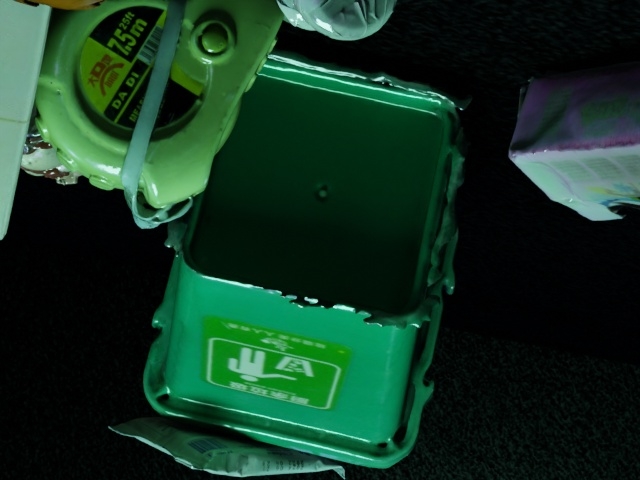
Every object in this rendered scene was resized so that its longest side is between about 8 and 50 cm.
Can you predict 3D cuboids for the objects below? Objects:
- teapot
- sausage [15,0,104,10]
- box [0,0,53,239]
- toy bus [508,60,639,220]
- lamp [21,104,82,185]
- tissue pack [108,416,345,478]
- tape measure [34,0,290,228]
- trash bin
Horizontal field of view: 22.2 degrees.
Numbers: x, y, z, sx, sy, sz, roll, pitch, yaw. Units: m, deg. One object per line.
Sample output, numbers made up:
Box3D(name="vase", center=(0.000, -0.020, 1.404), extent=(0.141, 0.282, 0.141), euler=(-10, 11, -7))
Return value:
Box3D(name="teapot", center=(0.002, -0.156, 0.958), extent=(0.083, 0.064, 0.064), euler=(51, 165, -19))
Box3D(name="sausage", center=(-0.224, -0.196, 0.722), extent=(0.330, 0.102, 0.102), euler=(25, 168, -19))
Box3D(name="box", center=(-0.257, -0.134, 0.929), extent=(0.204, 0.051, 0.365), euler=(12, 145, -11))
Box3D(name="toy bus", center=(0.236, -0.069, 1.049), extent=(0.112, 0.090, 0.274), euler=(25, 167, -26))
Box3D(name="lamp", center=(-0.234, -0.107, 1.405), extent=(0.118, 0.118, 0.253), euler=(12, 172, 8))
Box3D(name="tissue pack", center=(-0.079, 0.184, 1.461), extent=(0.193, 0.026, 0.122), euler=(8, -173, -44))
Box3D(name="tape measure", center=(-0.117, -0.106, 1.093), extent=(0.154, 0.177, 0.087), euler=(26, 169, -8))
Box3D(name="trash bin", center=(0.000, 0.000, 1.341), extent=(0.259, 0.295, 0.381), euler=(13, 161, 0))
